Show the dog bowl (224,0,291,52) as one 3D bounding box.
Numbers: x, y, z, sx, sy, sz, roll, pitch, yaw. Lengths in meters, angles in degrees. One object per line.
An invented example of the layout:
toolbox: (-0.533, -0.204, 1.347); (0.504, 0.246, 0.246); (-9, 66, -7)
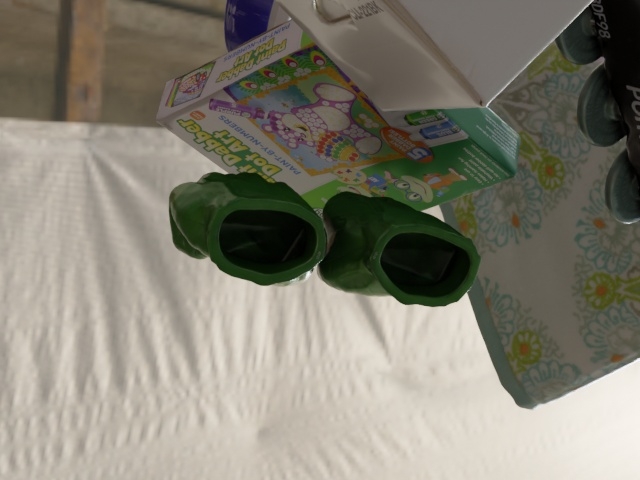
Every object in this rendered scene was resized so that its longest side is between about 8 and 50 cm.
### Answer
dog bowl: (-0.029, -0.358, 1.941); (0.265, 0.104, 0.265); (-51, -24, -34)

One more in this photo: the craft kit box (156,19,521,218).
craft kit box: (0.017, -0.106, 1.245); (0.250, 0.246, 0.061); (35, -126, -33)

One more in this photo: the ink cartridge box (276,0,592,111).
ink cartridge box: (0.118, -0.205, 0.768); (0.273, 0.197, 0.114); (-44, -77, -6)

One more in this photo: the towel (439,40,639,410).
towel: (0.285, -0.027, 1.529); (0.090, 0.320, 0.374); (-4, -113, -39)

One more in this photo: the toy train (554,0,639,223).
toy train: (0.315, -0.136, 1.095); (0.190, 0.142, 0.334); (-41, -52, -21)

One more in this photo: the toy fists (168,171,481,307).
toy fists: (0.000, 0.000, 1.183); (0.279, 0.142, 0.096); (8, -75, -20)
